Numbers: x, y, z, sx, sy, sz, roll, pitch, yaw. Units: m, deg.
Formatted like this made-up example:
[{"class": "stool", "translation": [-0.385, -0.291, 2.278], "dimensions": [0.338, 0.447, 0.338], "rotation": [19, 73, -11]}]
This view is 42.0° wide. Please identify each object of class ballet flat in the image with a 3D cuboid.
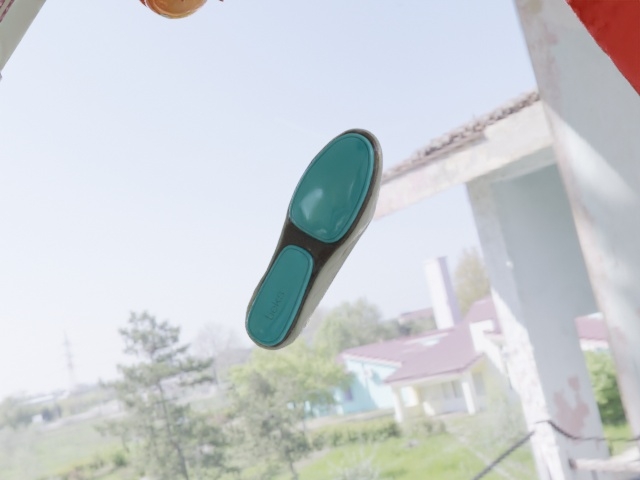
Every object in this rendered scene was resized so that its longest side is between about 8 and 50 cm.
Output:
[{"class": "ballet flat", "translation": [0.000, 0.000, 0.847], "dimensions": [0.248, 0.086, 0.086], "rotation": [-60, -24, 15]}]

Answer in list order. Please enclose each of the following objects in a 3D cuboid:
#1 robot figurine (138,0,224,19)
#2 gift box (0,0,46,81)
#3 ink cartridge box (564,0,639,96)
[{"class": "robot figurine", "translation": [-0.246, -0.415, 1.242], "dimensions": [0.128, 0.219, 0.158], "rotation": [-45, -18, -10]}, {"class": "gift box", "translation": [-0.550, -0.371, 1.135], "dimensions": [0.255, 0.258, 0.276], "rotation": [17, -24, 6]}, {"class": "ink cartridge box", "translation": [0.165, -0.237, 0.392], "dimensions": [0.060, 0.238, 0.275], "rotation": [-6, -33, -36]}]
